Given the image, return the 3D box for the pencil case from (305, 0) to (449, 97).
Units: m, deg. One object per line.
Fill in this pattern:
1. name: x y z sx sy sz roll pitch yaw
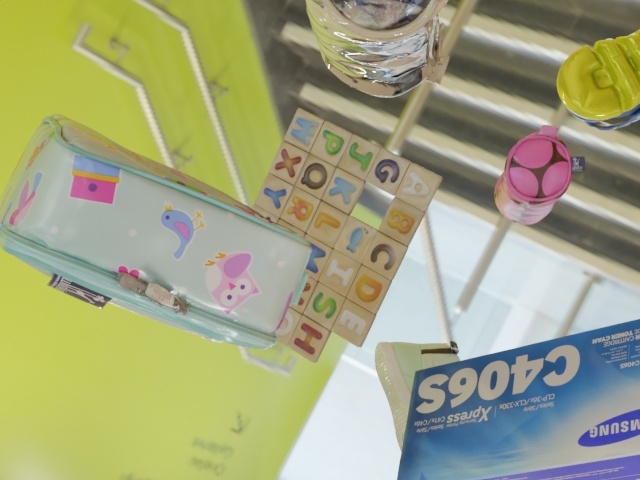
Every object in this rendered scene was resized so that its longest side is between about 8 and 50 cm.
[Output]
1. pencil case: 0.077 -0.282 1.347 0.184 0.159 0.410 11 178 4

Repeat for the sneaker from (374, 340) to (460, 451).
1. sneaker: 0.192 0.265 1.833 0.151 0.094 0.256 -4 -130 -14

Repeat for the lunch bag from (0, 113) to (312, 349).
1. lunch bag: -0.131 -0.005 0.869 0.224 0.107 0.279 26 -179 -19

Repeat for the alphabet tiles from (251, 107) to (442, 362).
1. alphabet tiles: 0.000 0.000 1.203 0.198 0.237 0.009 29 -172 31

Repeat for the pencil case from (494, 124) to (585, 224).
1. pencil case: 0.274 -0.080 1.438 0.095 0.098 0.209 6 174 3

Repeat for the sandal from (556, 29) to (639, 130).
1. sandal: 0.450 -0.231 1.453 0.138 0.317 0.126 72 179 -75

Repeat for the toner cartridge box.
1. toner cartridge box: 0.252 0.194 1.218 0.348 0.165 0.075 -19 133 35
